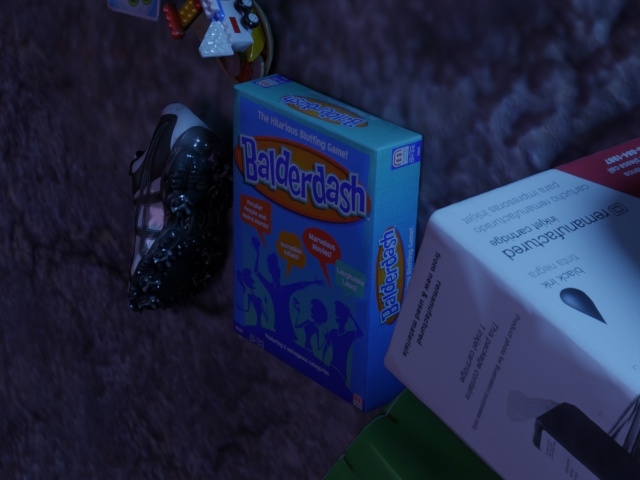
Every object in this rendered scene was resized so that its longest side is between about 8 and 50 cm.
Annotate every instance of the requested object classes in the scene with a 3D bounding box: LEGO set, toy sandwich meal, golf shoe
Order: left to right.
[{"bbox_3d":[-0.121,-0.026,1.273,0.094,0.077,0.198,61,141,37],"label":"golf shoe"},{"bbox_3d":[-0.102,-0.240,1.127,0.244,0.060,0.182,24,113,47],"label":"LEGO set"},{"bbox_3d":[-0.069,-0.155,1.169,0.085,0.029,0.085,26,125,44],"label":"toy sandwich meal"}]

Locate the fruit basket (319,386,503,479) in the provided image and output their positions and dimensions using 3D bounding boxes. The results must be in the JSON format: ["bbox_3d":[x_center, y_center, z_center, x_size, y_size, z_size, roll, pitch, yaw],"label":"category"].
[{"bbox_3d":[0.156,0.239,0.990,0.353,0.165,0.327,38,145,6],"label":"fruit basket"}]

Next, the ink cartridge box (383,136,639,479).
[{"bbox_3d":[0.200,0.078,0.792,0.273,0.197,0.114,43,136,32],"label":"ink cartridge box"}]

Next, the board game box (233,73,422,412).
[{"bbox_3d":[0.000,0.000,1.137,0.160,0.047,0.210,27,125,43],"label":"board game box"}]
